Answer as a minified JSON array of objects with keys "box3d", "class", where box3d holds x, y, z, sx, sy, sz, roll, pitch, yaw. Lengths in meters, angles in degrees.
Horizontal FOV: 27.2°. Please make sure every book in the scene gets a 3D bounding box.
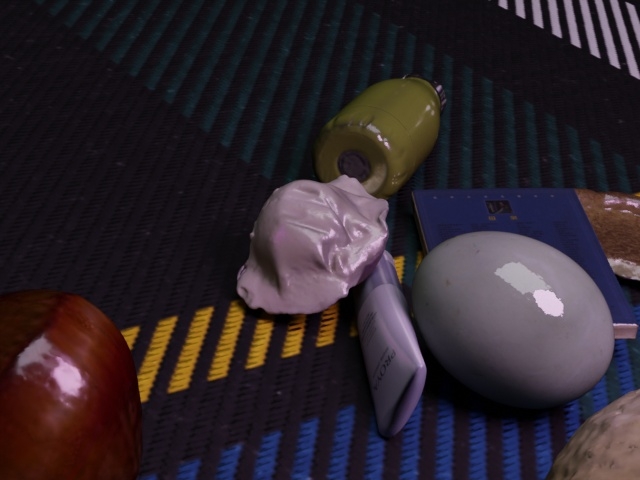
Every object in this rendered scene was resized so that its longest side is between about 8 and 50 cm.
[{"box3d":[0.206,0.020,1.393,0.191,0.025,0.269,-1,32,-5],"class":"book"}]

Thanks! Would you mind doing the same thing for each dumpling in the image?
[{"box3d":[0.000,0.000,1.285,0.127,0.108,0.188,6,44,38],"class":"dumpling"}]

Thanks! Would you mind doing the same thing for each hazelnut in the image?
[{"box3d":[-0.206,0.123,0.962,0.178,0.178,0.204,1,0,-19],"class":"hazelnut"}]

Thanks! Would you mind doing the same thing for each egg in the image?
[{"box3d":[0.173,0.070,1.196,0.192,0.149,0.149,29,32,12],"class":"egg"}]

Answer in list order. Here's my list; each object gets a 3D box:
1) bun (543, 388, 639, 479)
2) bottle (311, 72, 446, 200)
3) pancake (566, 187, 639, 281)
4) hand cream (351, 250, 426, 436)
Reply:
[{"box3d":[0.316,0.225,0.902,0.349,0.227,0.352,-9,33,-30],"class":"bun"},{"box3d":[0.082,-0.132,1.564,0.112,0.112,0.260,20,29,13],"class":"bottle"},{"box3d":[0.359,0.017,1.486,0.286,0.033,0.288,-8,35,-33],"class":"pancake"},{"box3d":[0.062,0.084,1.223,0.048,0.079,0.255,15,24,-11],"class":"hand cream"}]
